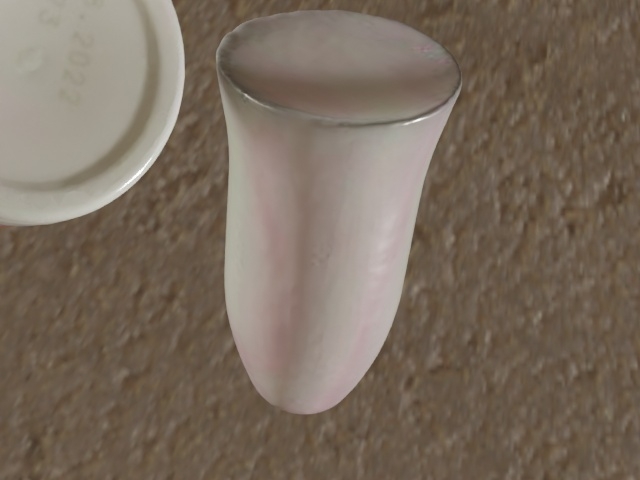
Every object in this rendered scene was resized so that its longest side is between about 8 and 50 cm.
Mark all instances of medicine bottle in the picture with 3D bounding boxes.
[{"bbox_3d":[-0.184,-0.068,0.841,0.130,0.341,0.130,0,90,-27],"label":"medicine bottle"}]

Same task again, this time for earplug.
[{"bbox_3d":[0.000,0.000,1.339,0.172,0.172,0.301,9,124,4],"label":"earplug"}]
